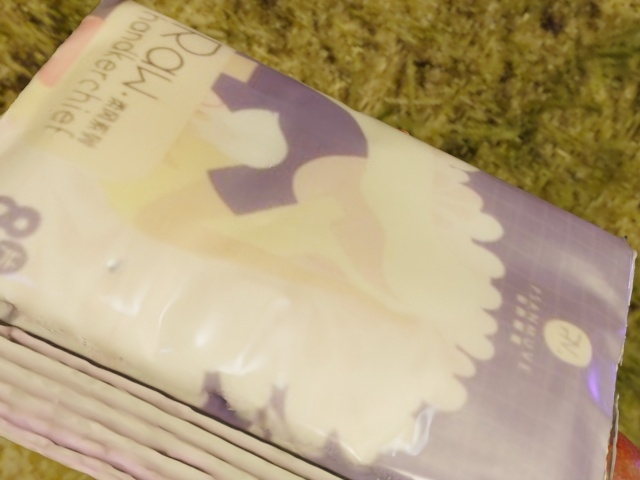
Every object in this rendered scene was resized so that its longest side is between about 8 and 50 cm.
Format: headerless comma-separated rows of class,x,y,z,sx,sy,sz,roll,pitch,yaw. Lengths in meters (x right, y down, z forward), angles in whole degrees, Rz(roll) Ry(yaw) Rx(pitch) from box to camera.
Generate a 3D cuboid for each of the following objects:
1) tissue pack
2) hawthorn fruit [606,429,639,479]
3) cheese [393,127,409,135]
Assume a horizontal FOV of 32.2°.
tissue pack,-0.019,0.030,0.576,0.125,0.344,0.242,-62,-177,44
hawthorn fruit,0.206,0.219,0.956,0.169,0.188,0.169,-7,115,-14
cheese,0.000,0.000,1.318,0.129,0.217,0.329,39,75,-36
